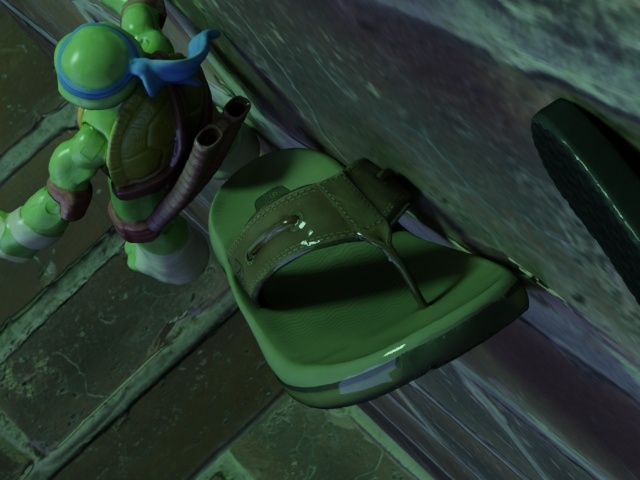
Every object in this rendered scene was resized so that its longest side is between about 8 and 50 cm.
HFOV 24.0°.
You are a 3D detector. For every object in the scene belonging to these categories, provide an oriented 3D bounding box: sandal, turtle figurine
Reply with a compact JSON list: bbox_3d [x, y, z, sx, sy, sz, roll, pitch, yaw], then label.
[{"bbox_3d":[0.118,0.016,0.427,0.179,0.040,0.067,61,178,39],"label":"sandal"},{"bbox_3d":[-0.002,0.000,0.794,0.303,0.120,0.086,38,155,60],"label":"sandal"},{"bbox_3d":[-0.164,-0.084,1.002,0.266,0.274,0.198,50,-151,-64],"label":"turtle figurine"}]
